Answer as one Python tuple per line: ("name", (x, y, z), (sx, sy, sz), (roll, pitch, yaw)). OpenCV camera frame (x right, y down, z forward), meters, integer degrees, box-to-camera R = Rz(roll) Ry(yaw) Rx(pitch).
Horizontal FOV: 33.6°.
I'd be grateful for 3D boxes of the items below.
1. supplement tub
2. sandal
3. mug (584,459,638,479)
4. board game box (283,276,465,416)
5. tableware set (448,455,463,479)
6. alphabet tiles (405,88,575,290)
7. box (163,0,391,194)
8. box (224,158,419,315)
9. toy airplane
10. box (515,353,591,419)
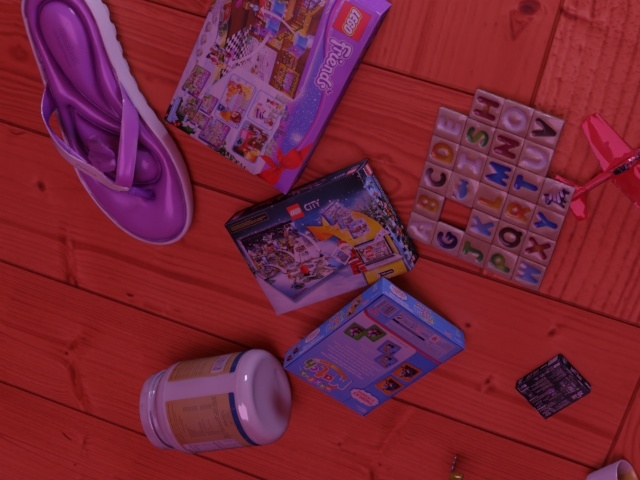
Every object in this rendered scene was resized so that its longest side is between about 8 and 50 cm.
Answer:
("supplement tub", (-0.160, 0.248, 1.620), (0.199, 0.144, 0.144), (-11, 112, 25))
("sandal", (-0.320, -0.164, 1.488), (0.169, 0.102, 0.416), (-15, 111, 26))
("mug", (0.416, 0.358, 1.516), (0.064, 0.062, 0.078), (-26, 99, 37))
("board game box", (0.075, 0.158, 1.519), (0.160, 0.039, 0.211), (35, 124, -24))
("tableware set", (0.197, 0.410, 1.596), (0.024, 0.104, 0.154), (11, 120, 13))
("alphabet tiles", (0.226, -0.069, 1.375), (0.198, 0.009, 0.237), (24, 123, 18))
("box", (-0.063, -0.230, 1.386), (0.201, 0.057, 0.293), (32, 122, 3))
("box", (0.000, 0.000, 1.485), (0.233, 0.044, 0.159), (-20, 108, 30))
("toy airplane", (0.354, -0.082, 1.327), (0.151, 0.028, 0.151), (9, 117, 17))
("box", (0.327, 0.206, 1.492), (0.067, 0.018, 0.083), (45, 122, -6))
